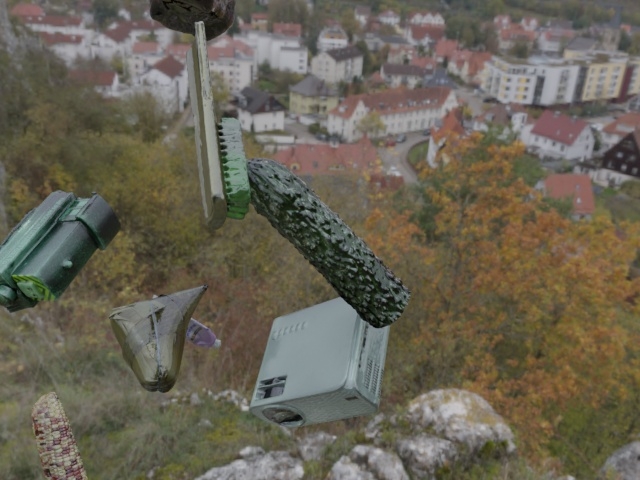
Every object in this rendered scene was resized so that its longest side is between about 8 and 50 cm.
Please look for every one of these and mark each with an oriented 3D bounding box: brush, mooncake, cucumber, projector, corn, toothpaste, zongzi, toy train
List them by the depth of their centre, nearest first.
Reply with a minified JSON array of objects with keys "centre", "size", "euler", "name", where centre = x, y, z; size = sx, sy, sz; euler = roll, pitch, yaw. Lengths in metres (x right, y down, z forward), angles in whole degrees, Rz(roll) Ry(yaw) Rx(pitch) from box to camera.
[{"centre":[-0.114,-0.135,0.653],"size":[0.048,0.054,0.282],"euler":[3,51,-25],"name":"brush"},{"centre":[0.000,0.000,0.936],"size":[0.096,0.359,0.096],"euler":[-37,25,20],"name":"cucumber"},{"centre":[0.003,0.226,1.106],"size":[0.250,0.108,0.198],"euler":[-22,38,35],"name":"projector"},{"centre":[-0.284,-0.627,1.284],"size":[0.212,0.350,0.381],"euler":[12,-8,-2],"name":"mooncake"},{"centre":[-0.314,0.208,1.320],"size":[0.242,0.112,0.221],"euler":[-17,51,-30],"name":"zongzi"},{"centre":[-0.605,0.015,1.375],"size":[0.178,0.138,0.330],"euler":[-2,43,25],"name":"toy train"},{"centre":[-0.619,0.485,1.417],"size":[0.086,0.253,0.086],"euler":[-17,0,0],"name":"corn"},{"centre":[-0.418,0.269,1.877],"size":[0.048,0.301,0.075],"euler":[9,66,43],"name":"toothpaste"}]
